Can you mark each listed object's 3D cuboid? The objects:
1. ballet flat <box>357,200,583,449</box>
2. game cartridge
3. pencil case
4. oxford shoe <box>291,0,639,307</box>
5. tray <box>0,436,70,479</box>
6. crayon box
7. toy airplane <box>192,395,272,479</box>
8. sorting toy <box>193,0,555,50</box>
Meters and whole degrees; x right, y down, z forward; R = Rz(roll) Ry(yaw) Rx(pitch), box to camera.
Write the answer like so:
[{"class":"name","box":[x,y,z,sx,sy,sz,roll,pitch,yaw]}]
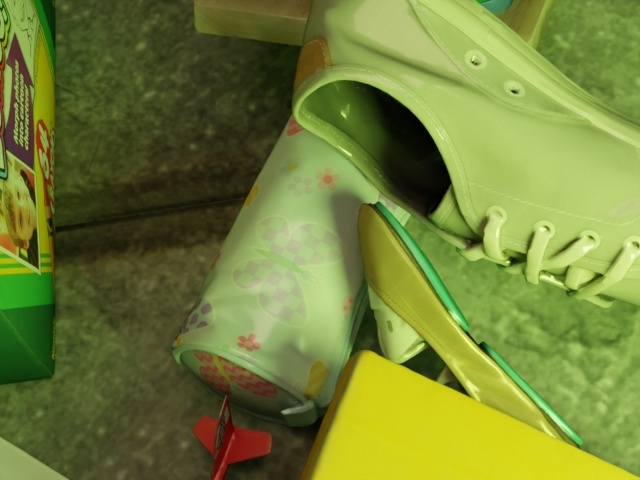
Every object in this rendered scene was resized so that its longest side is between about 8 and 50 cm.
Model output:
[{"class":"ballet flat","box":[0.084,0.080,1.068,0.073,0.080,0.232,-40,89,2]},{"class":"game cartridge","box":[0.089,0.268,0.963,0.285,0.053,0.324,26,68,-5]},{"class":"pencil case","box":[0.000,0.000,1.142,0.124,0.113,0.273,26,68,4]},{"class":"oxford shoe","box":[0.164,-0.020,1.056,0.449,0.169,0.130,34,65,0]},{"class":"tray","box":[-0.257,0.210,1.116,0.270,0.030,0.145,27,68,21]},{"class":"crayon box","box":[-0.283,-0.118,1.135,0.106,0.313,0.363,-8,61,5]},{"class":"toy airplane","box":[-0.082,0.183,1.093,0.151,0.028,0.151,-11,69,29]},{"class":"sorting toy","box":[0.061,-0.244,1.217,0.255,0.089,0.257,9,37,14]}]
